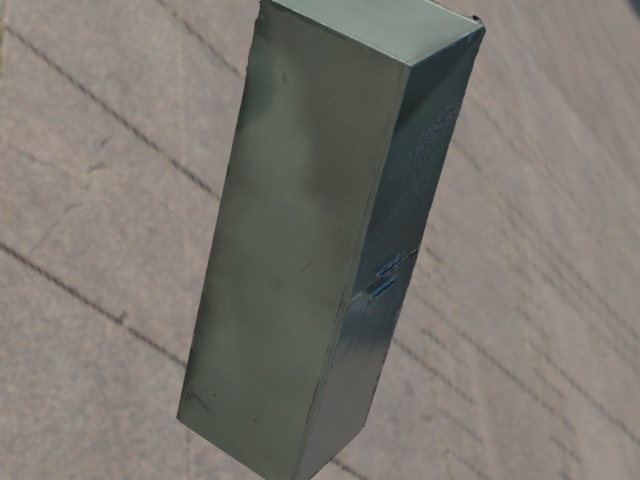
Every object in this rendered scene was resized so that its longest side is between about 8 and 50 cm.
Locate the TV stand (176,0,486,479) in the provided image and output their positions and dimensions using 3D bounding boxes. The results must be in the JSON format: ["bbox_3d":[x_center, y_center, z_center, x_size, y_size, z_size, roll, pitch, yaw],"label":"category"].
[{"bbox_3d":[0.000,0.000,0.640,0.088,0.270,0.082,31,37,22],"label":"TV stand"}]
